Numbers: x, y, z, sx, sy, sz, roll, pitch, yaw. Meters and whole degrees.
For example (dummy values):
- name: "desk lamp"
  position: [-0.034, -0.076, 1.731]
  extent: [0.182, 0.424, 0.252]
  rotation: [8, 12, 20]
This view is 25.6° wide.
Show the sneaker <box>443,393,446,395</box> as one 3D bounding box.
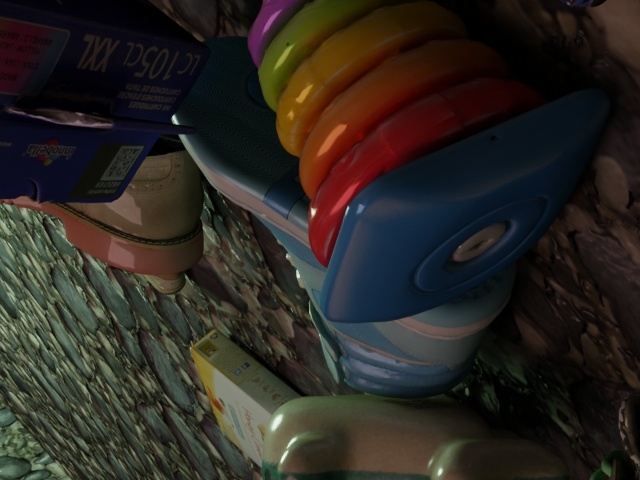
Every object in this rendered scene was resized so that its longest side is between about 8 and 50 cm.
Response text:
- name: "sneaker"
  position: [0.125, 0.258, 1.232]
  extent: [0.120, 0.112, 0.299]
  rotation: [-23, 93, 24]

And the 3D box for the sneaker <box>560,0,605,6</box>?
- name: "sneaker"
  position: [0.061, -0.189, 0.703]
  extent: [0.221, 0.087, 0.083]
  rotation: [46, 158, 18]

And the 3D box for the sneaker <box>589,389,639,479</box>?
- name: "sneaker"
  position: [0.233, 0.190, 0.932]
  extent: [0.410, 0.158, 0.182]
  rotation: [143, 121, -70]

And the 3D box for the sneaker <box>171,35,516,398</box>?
- name: "sneaker"
  position: [0.000, 0.000, 1.064]
  extent: [0.319, 0.127, 0.208]
  rotation: [44, 155, 24]

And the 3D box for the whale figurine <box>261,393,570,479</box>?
- name: "whale figurine"
  position: [0.067, 0.189, 1.054]
  extent: [0.272, 0.216, 0.141]
  rotation: [-2, 87, 59]

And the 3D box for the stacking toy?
- name: "stacking toy"
  position: [0.017, -0.114, 0.856]
  extent: [0.302, 0.175, 0.166]
  rotation: [57, 158, 21]

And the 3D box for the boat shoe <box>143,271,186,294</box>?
- name: "boat shoe"
  position: [-0.205, 0.004, 1.597]
  extent: [0.135, 0.050, 0.045]
  rotation: [36, 151, 15]

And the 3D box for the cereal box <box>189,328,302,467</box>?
- name: "cereal box"
  position: [-0.042, 0.221, 1.588]
  extent: [0.240, 0.047, 0.173]
  rotation: [35, 152, 39]

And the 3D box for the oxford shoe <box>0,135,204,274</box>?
- name: "oxford shoe"
  position: [-0.275, -0.109, 1.426]
  extent: [0.397, 0.140, 0.147]
  rotation: [23, 122, 20]

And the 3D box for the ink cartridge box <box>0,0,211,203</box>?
- name: "ink cartridge box"
  position: [-0.264, -0.158, 0.942]
  extent: [0.395, 0.151, 0.270]
  rotation: [41, -163, 19]
